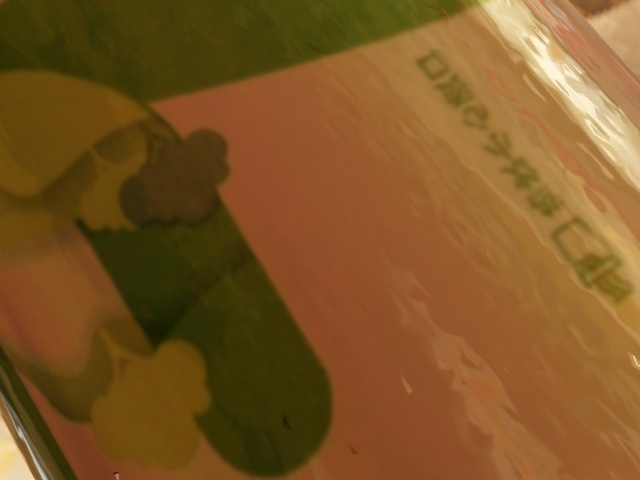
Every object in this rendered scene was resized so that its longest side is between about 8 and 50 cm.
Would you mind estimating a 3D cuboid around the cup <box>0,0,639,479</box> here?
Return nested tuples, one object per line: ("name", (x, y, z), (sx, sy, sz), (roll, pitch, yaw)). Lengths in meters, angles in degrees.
("cup", (0.000, 0.000, 0.548), (0.253, 0.274, 0.253), (-33, 175, -3))
